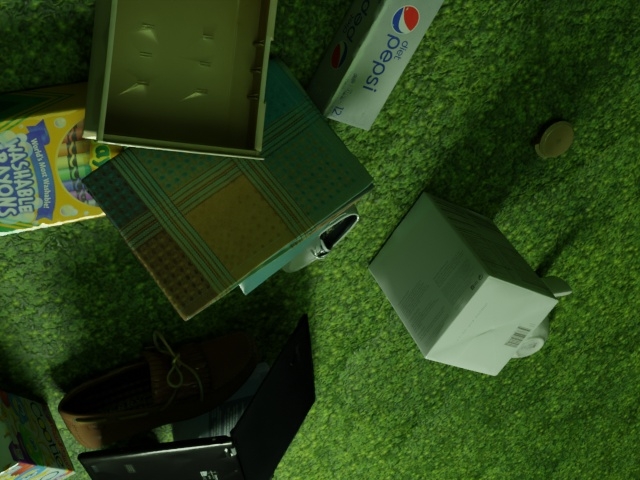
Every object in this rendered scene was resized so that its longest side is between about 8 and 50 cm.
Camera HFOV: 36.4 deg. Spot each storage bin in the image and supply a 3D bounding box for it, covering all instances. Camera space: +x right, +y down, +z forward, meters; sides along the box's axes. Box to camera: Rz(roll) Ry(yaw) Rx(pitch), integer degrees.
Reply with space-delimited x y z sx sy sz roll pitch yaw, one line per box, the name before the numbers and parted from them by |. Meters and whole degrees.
storage bin | -0.187 -0.256 1.367 0.260 0.123 0.262 4 95 -28

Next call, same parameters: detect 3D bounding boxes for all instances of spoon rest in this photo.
spoon rest | 0.468 0.168 2.150 0.137 0.084 0.276 -6 142 -20

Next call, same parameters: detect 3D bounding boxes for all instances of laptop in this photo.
laptop | -0.205 0.349 1.830 0.407 0.236 0.382 -7 146 -1

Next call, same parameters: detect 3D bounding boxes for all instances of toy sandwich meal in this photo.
toy sandwich meal | 0.447 -0.195 1.866 0.085 0.029 0.086 -14 127 -19

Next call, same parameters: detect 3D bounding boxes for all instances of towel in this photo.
towel | -0.135 -0.087 1.489 0.370 0.271 0.040 -36 179 -17

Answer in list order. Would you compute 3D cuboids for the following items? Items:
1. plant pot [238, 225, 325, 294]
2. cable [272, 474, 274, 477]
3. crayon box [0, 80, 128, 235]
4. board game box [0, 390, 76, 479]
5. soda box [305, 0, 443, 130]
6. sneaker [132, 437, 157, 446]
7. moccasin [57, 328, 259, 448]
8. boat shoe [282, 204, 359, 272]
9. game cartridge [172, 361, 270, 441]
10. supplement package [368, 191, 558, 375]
plant pot | -0.089 -0.066 1.622 0.234 0.166 0.165 -33 134 -7
cable | -0.172 0.549 2.139 0.150 0.047 0.184 -26 158 -24
crayon box | -0.409 -0.124 1.469 0.323 0.083 0.203 -13 131 -17
board game box | -0.552 0.362 1.674 0.144 0.142 0.275 -28 163 -3
soda box | 0.091 -0.323 1.544 0.098 0.091 0.286 13 119 -32
sneaker | -0.349 0.522 2.026 0.129 0.111 0.297 -23 127 8
moccasin | -0.298 0.258 1.810 0.380 0.139 0.147 -17 141 -1
boat shoe | 0.000 0.000 1.781 0.184 0.063 0.066 -41 133 9
game cartridge | -0.203 0.383 1.996 0.198 0.062 0.297 -9 130 -19
supplement package | 0.263 0.081 1.838 0.198 0.263 0.199 18 117 -36
